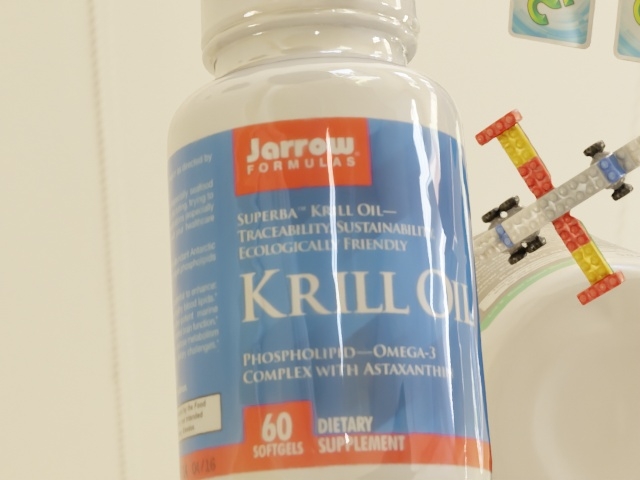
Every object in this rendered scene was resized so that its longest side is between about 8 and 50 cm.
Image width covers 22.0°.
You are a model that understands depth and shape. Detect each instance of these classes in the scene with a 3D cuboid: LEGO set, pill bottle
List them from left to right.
[{"bbox_3d":[0.000,0.000,0.664,0.124,0.124,0.221,15,-114,-55],"label":"pill bottle"},{"bbox_3d":[0.169,0.092,1.199,0.204,0.204,0.361,-65,9,3],"label":"pill bottle"},{"bbox_3d":[0.165,-0.046,0.863,0.060,0.182,0.244,-28,-53,-54],"label":"LEGO set"}]
